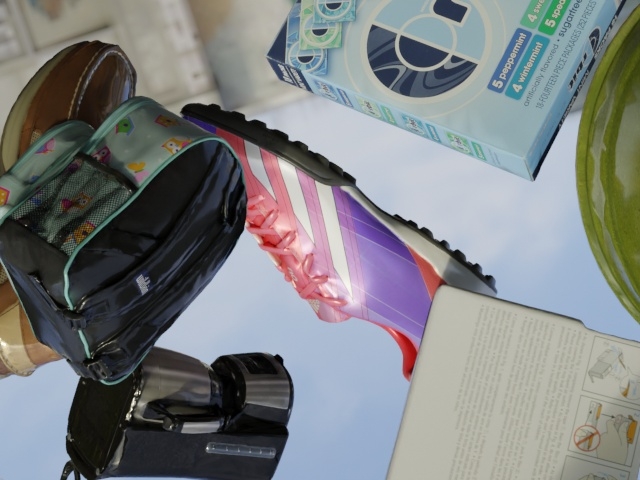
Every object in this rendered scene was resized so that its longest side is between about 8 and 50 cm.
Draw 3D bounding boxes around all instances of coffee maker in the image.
[{"bbox_3d":[-0.133,0.172,1.829,0.178,0.120,0.171,11,131,-34],"label":"coffee maker"}]

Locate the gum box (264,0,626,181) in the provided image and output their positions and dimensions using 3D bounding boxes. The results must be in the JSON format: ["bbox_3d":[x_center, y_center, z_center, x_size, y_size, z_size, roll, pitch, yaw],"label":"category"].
[{"bbox_3d":[0.083,-0.142,1.250,0.184,0.157,0.041,24,167,22],"label":"gum box"}]

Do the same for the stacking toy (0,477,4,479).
[{"bbox_3d":[-0.278,0.322,1.843,0.052,0.221,0.167,22,-101,48],"label":"stacking toy"}]

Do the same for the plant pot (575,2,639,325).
[{"bbox_3d":[0.387,-0.041,1.381,0.367,0.366,0.353,-18,-173,0],"label":"plant pot"}]

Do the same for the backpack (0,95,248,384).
[{"bbox_3d":[-0.149,-0.012,1.489,0.188,0.166,0.144,-42,-126,-19],"label":"backpack"}]

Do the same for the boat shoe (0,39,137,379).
[{"bbox_3d":[-0.204,-0.023,1.662,0.120,0.122,0.324,-3,-124,29],"label":"boat shoe"}]

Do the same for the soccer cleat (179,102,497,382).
[{"bbox_3d":[0.000,0.000,1.681,0.116,0.318,0.108,-57,-162,-2],"label":"soccer cleat"}]

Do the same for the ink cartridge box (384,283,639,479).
[{"bbox_3d":[0.174,0.196,1.604,0.239,0.275,0.060,15,165,1],"label":"ink cartridge box"}]
